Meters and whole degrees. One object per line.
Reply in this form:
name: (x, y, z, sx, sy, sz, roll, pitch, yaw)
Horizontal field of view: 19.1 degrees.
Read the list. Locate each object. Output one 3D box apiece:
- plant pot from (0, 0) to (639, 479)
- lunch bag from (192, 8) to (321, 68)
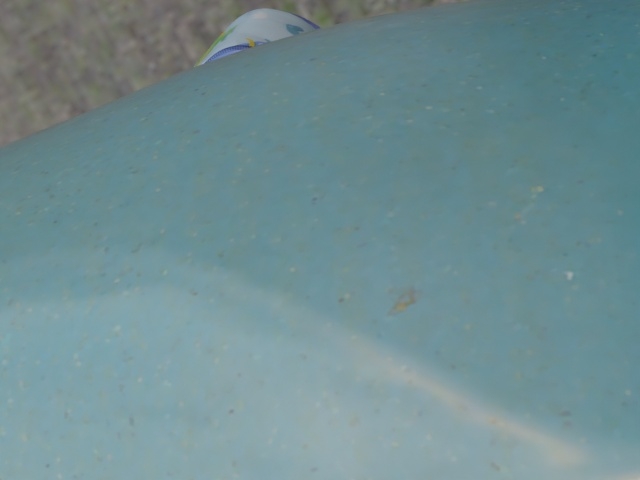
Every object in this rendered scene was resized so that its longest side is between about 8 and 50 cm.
plant pot: (0.004, 0.070, 0.451, 0.271, 0.255, 0.272, 177, 90, -88)
lunch bag: (0.000, 0.000, 1.019, 0.219, 0.176, 0.090, 36, -152, -8)
